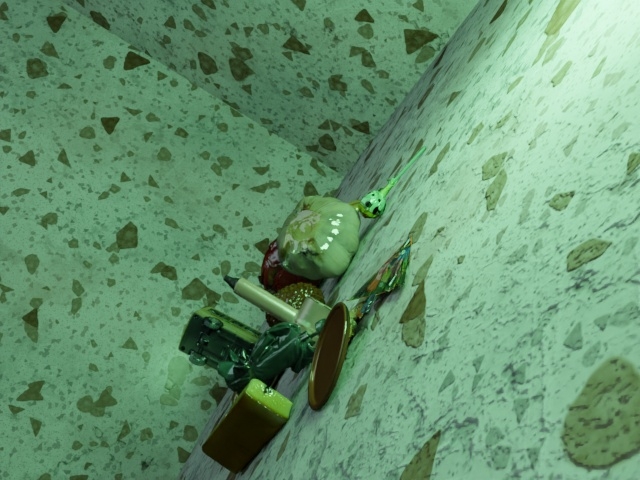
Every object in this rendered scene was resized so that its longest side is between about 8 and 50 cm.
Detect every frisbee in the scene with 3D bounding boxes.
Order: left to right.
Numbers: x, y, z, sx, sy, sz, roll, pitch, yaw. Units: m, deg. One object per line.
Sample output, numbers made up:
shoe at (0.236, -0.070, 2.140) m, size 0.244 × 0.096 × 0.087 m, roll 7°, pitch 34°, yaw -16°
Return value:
frisbee at (0.018, 0.262, 1.310) m, size 0.251 × 0.021 × 0.251 m, roll -161°, pitch 90°, yaw -80°

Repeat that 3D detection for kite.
kite at (0.150, 0.074, 1.333) m, size 0.234 × 0.016 × 0.321 m, roll -56°, pitch 9°, yaw -20°

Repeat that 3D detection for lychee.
lychee at (-0.086, 0.236, 1.811) m, size 0.238 × 0.200 × 0.200 m, roll -48°, pitch 2°, yaw -14°

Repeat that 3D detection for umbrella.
umbrella at (-0.114, 0.308, 1.558) m, size 0.349 × 0.143 × 0.094 m, roll -34°, pitch 18°, yaw 17°

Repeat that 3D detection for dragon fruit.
dragon fruit at (-0.104, 0.096, 2.351) m, size 0.342 × 0.277 × 0.277 m, roll -60°, pitch 5°, yaw -28°

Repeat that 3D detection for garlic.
garlic at (-0.009, -0.010, 1.987) m, size 0.241 × 0.322 × 0.322 m, roll 83°, pitch -151°, yaw -54°

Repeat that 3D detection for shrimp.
shrimp at (0.083, 0.192, 1.354) m, size 0.095 × 0.045 × 0.162 m, roll -33°, pitch 10°, yaw 19°

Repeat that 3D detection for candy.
candy at (0.238, -0.193, 1.885) m, size 0.305 × 0.083 × 0.091 m, roll -49°, pitch -29°, yaw 18°

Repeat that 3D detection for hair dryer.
hair dryer at (-0.143, 0.206, 1.673) m, size 0.189 × 0.344 × 0.107 m, roll -60°, pitch -9°, yaw -3°

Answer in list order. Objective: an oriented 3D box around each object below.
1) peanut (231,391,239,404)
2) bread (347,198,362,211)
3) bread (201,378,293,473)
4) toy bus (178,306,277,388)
peanut at (-0.253, 0.545, 2.148) m, size 0.108 × 0.095 × 0.226 m, roll -33°, pitch 18°, yaw 41°
bread at (0.052, -0.109, 2.610) m, size 0.264 × 0.163 × 0.167 m, roll -57°, pitch 5°, yaw 18°
bread at (-0.213, 0.526, 1.606) m, size 0.361 × 0.138 × 0.077 m, roll -54°, pitch 5°, yaw 38°
toy bus at (-0.299, 0.382, 2.044) m, size 0.177 × 0.365 × 0.202 m, roll -65°, pitch -8°, yaw 9°
